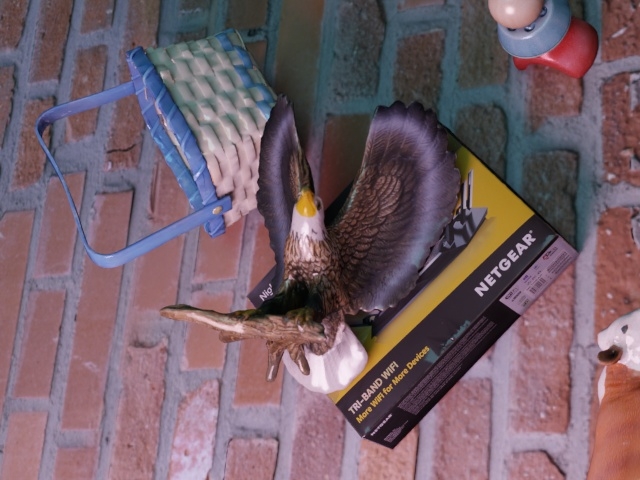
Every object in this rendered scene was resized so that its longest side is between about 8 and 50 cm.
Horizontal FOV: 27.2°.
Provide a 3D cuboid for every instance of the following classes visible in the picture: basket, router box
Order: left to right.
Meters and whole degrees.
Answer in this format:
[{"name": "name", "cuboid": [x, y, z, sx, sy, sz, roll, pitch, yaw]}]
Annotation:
[{"name": "basket", "cuboid": [-0.185, -0.111, 1.628, 0.289, 0.201, 0.255, -20, 58, -12]}, {"name": "router box", "cuboid": [0.098, 0.040, 1.496, 0.309, 0.081, 0.243, -48, 56, 7]}]

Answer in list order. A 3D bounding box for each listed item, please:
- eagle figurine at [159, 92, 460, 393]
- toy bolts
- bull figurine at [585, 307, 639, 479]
[{"name": "eagle figurine", "cuboid": [0.003, -0.006, 1.425, 0.225, 0.226, 0.298, -45, 16, 53]}, {"name": "toy bolts", "cuboid": [0.234, -0.315, 1.497, 0.218, 0.158, 0.229, 7, 76, 32]}, {"name": "bull figurine", "cuboid": [0.332, 0.217, 1.281, 0.188, 0.101, 0.310, 12, 79, 31]}]
